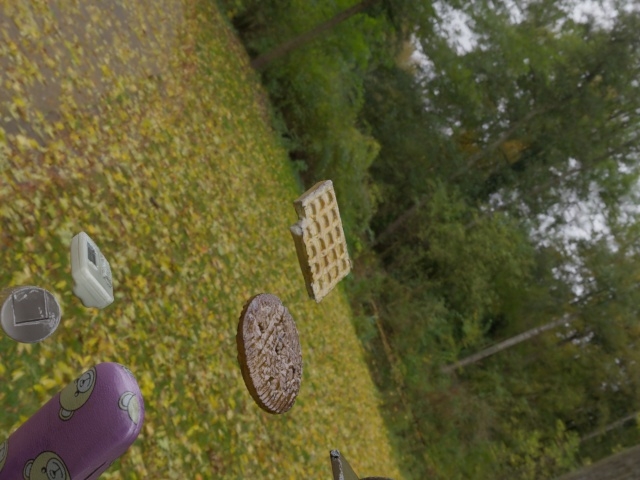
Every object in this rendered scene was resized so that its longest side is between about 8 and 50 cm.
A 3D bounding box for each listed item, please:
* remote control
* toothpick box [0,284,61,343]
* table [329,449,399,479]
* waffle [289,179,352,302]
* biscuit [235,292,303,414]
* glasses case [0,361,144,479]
[{"bbox_3d":[-0.413,0.055,1.147,0.090,0.049,0.230,57,-7,-24],"label":"remote control"},{"bbox_3d":[-0.593,0.144,1.285,0.180,0.111,0.111,-3,-63,58],"label":"toothpick box"},{"bbox_3d":[0.040,0.280,0.577,0.227,0.167,0.167,70,-1,-58],"label":"table"},{"bbox_3d":[0.000,0.000,0.810,0.092,0.021,0.135,-40,124,-45],"label":"waffle"},{"bbox_3d":[-0.073,0.173,0.988,0.188,0.027,0.188,-12,90,-69],"label":"biscuit"},{"bbox_3d":[-0.362,0.292,0.874,0.123,0.316,0.076,55,14,30],"label":"glasses case"}]
